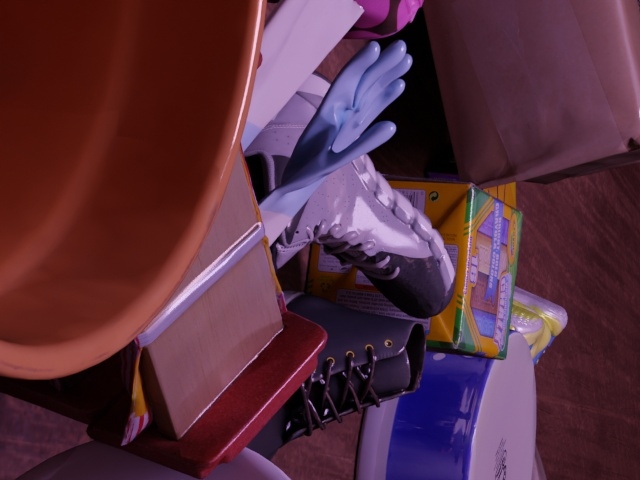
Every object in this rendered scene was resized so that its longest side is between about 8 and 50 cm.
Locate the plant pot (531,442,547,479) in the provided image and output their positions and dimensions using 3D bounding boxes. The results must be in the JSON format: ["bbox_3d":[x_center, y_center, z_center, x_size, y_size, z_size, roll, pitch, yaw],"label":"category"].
[{"bbox_3d":[0.184,0.240,1.719,0.109,0.109,0.096,58,29,-58],"label":"plant pot"}]

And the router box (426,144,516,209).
[{"bbox_3d":[0.154,-0.036,1.642,0.179,0.046,0.133,-47,138,-59],"label":"router box"}]

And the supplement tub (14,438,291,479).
[{"bbox_3d":[-0.058,0.277,0.870,0.331,0.241,0.241,72,31,-47],"label":"supplement tub"}]

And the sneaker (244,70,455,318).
[{"bbox_3d":[0.000,0.000,1.156,0.229,0.086,0.132,53,51,-23],"label":"sneaker"}]

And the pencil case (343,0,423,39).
[{"bbox_3d":[0.022,-0.240,1.164,0.209,0.098,0.095,73,29,-47],"label":"pencil case"}]

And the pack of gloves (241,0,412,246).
[{"bbox_3d":[-0.029,-0.035,0.978,0.232,0.046,0.195,-51,159,9],"label":"pack of gloves"}]

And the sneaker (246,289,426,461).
[{"bbox_3d":[-0.006,0.102,1.141,0.222,0.118,0.083,-54,143,-55],"label":"sneaker"}]

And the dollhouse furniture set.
[{"bbox_3d":[-0.171,0.064,0.710,0.374,0.152,0.201,-45,139,-35],"label":"dollhouse furniture set"}]

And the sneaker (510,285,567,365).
[{"bbox_3d":[0.199,0.120,1.779,0.126,0.091,0.240,-68,162,9],"label":"sneaker"}]

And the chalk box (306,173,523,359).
[{"bbox_3d":[0.087,0.027,1.354,0.213,0.132,0.132,22,74,-68],"label":"chalk box"}]

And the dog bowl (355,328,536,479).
[{"bbox_3d":[0.123,0.208,1.535,0.265,0.104,0.265,5,90,-69],"label":"dog bowl"}]

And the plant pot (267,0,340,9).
[{"bbox_3d":[-0.034,-0.225,0.947,0.167,0.167,0.165,-23,123,-67],"label":"plant pot"}]

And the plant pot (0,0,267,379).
[{"bbox_3d":[-0.164,-0.108,0.545,0.291,0.203,0.291,4,90,-69],"label":"plant pot"}]

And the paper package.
[{"bbox_3d":[0.202,-0.217,1.445,0.309,0.168,0.325,-6,83,-70],"label":"paper package"}]
